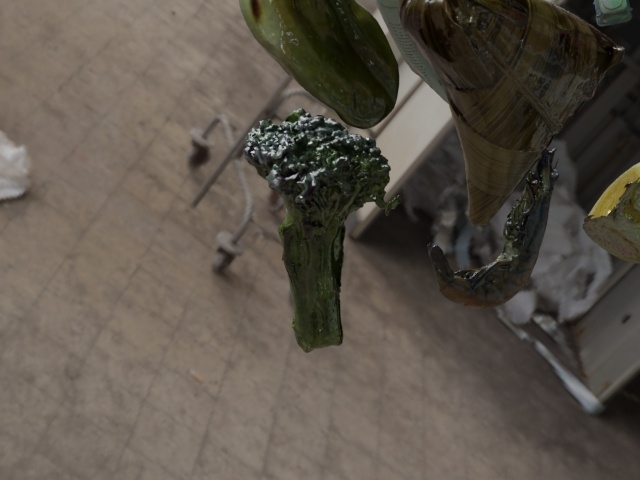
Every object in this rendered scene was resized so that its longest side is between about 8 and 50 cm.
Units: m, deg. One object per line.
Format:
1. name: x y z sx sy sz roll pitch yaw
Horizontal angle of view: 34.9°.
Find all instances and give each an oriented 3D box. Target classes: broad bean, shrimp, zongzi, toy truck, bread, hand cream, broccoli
1. broad bean: 0.004 -0.206 1.040 0.206 0.072 0.153 50 51 -6
2. shrimp: 0.252 -0.019 1.477 0.198 0.261 0.051 5 22 -34
3. zongzi: 0.178 -0.160 1.198 0.286 0.288 0.134 16 24 -35
4. toy truck: 0.518 -0.482 1.838 0.081 0.067 0.175 19 62 -73
5. bread: 0.588 -0.059 1.810 0.158 0.156 0.260 37 -9 -1
6. hand cream: 0.119 -0.265 1.338 0.085 0.058 0.331 44 -4 23
7. broccoli: -0.008 0.001 1.199 0.145 0.304 0.165 -27 36 -37
